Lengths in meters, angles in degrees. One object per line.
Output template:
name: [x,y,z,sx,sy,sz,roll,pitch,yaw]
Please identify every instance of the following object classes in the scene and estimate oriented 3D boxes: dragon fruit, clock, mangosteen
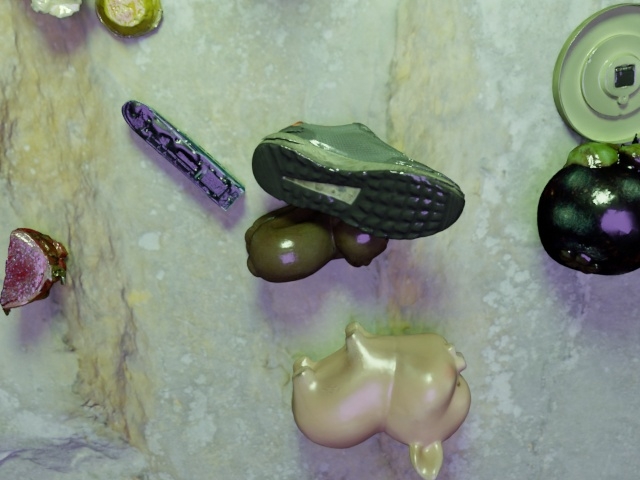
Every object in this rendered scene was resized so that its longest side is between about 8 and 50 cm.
dragon fruit: [-0.472,0.053,1.072,0.096,0.102,0.147,10,104,-12]
clock: [0.514,-0.281,1.084,0.235,0.029,0.235,-2,110,-5]
mangosteen: [0.484,-0.057,1.072,0.242,0.243,0.243,-2,110,-5]

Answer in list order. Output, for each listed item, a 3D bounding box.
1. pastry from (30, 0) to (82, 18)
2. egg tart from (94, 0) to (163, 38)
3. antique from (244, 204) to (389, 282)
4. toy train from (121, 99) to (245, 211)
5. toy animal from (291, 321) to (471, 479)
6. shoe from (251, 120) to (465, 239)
pastry: [-0.419,-0.442,0.900,0.121,0.089,0.258,-33,110,3]
egg tart: [-0.295,-0.358,0.970,0.105,0.039,0.105,-2,112,-5]
antique: [0.000,0.000,1.076,0.256,0.143,0.121,-8,109,-5]
toy train: [-0.226,-0.146,1.047,0.234,0.051,0.052,42,101,-14]
toy animal: [0.111,0.279,1.157,0.326,0.237,0.269,-31,101,10]
shoe: [0.071,-0.116,1.022,0.336,0.171,0.132,17,131,11]
